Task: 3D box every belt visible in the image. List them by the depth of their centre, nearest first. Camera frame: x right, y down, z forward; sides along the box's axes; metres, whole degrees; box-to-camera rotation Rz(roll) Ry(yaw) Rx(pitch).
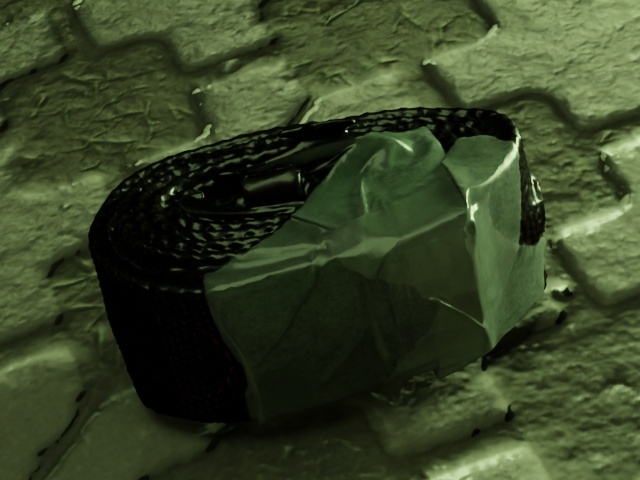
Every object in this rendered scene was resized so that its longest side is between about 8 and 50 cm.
[{"bbox_3d":[0.000,0.000,1.243,0.289,0.164,0.184,-13,32,0],"label":"belt"}]
